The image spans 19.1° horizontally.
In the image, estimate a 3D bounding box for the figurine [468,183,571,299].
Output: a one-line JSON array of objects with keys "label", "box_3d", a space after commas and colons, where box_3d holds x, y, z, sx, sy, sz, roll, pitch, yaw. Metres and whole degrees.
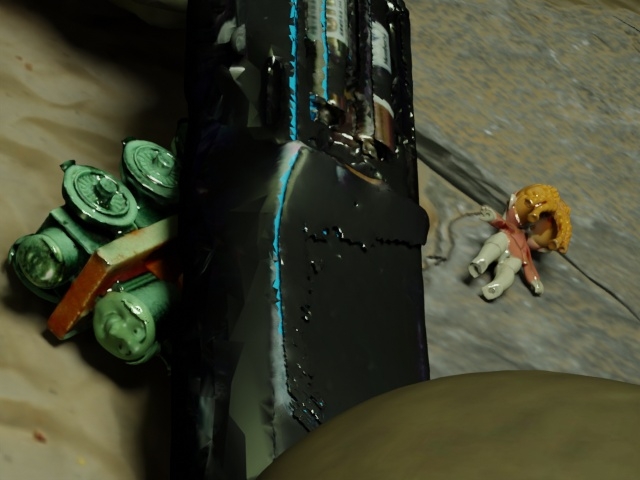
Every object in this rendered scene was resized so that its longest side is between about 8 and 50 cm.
[{"label": "figurine", "box_3d": [0.119, 0.001, 1.137, 0.064, 0.047, 0.109, 58, 35, -9]}]

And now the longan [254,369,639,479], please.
[{"label": "longan", "box_3d": [0.096, 0.169, 0.649, 0.300, 0.243, 0.300, 39, 14, -12]}]

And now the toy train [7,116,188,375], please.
[{"label": "toy train", "box_3d": [-0.067, 0.008, 0.924, 0.118, 0.074, 0.176, 44, 30, 11]}]

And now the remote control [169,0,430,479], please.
[{"label": "remote control", "box_3d": [0.000, 0.000, 0.894, 0.144, 0.062, 0.399, 25, 44, -30]}]

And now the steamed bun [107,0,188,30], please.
[{"label": "steamed bun", "box_3d": [-0.065, -0.219, 1.111, 0.320, 0.206, 0.275, 5, -9, -6]}]
